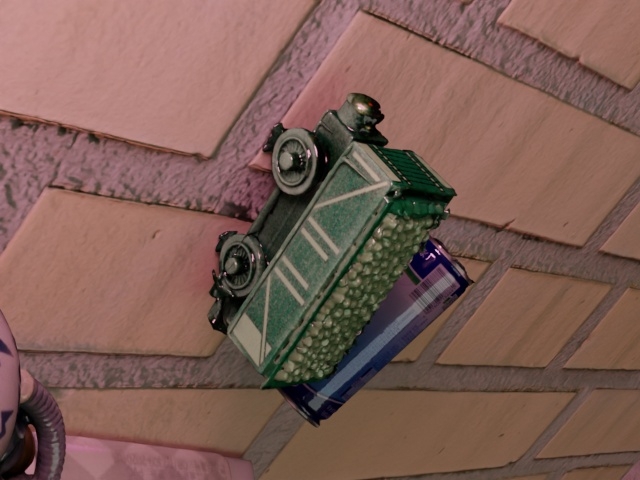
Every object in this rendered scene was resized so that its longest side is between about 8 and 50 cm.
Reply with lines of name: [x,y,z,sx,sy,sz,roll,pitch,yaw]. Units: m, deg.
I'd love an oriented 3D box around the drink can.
drink can: [0.052,0.091,1.421,0.235,0.097,0.097,-43,151,1]

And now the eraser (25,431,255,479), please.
eraser: [-0.226,0.317,1.392,0.213,0.082,0.397,-47,151,11]

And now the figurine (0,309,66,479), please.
figurine: [-0.290,0.107,0.896,0.186,0.261,0.382,-28,170,-10]

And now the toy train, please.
toy train: [0.000,0.000,1.179,0.115,0.154,0.269,0,129,-54]
